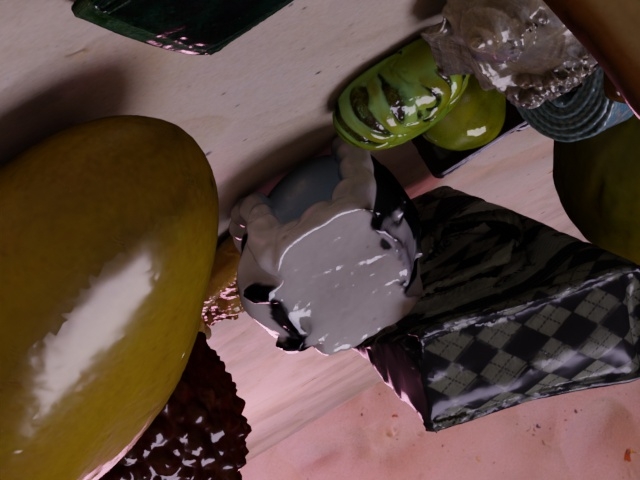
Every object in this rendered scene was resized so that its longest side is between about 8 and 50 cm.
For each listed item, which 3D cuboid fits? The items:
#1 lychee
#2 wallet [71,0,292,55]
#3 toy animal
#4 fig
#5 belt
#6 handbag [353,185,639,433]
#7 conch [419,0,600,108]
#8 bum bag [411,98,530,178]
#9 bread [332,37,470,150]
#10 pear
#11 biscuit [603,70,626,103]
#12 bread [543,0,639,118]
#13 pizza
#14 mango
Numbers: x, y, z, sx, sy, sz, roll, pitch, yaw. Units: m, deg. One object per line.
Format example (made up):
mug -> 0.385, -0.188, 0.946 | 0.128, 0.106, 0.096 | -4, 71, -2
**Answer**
lychee -> -0.207, 0.194, 1.780 | 0.264, 0.300, 0.264 | -37, -154, 22
wallet -> -0.034, -0.200, 1.096 | 0.236, 0.055, 0.160 | -36, 161, 22
toy animal -> 0.000, 0.000, 1.718 | 0.204, 0.156, 0.208 | -31, 139, 0
fig -> 0.419, -0.132, 1.890 | 0.343, 0.343, 0.343 | -31, 168, -7
belt -> 0.251, -0.182, 1.649 | 0.148, 0.163, 0.082 | -6, -170, 42
handbag -> 0.137, 0.077, 1.954 | 0.317, 0.180, 0.416 | -16, -159, -22
conch -> 0.185, -0.209, 1.490 | 0.178, 0.163, 0.245 | -1, -151, 38
bum bag -> 0.176, -0.129, 1.797 | 0.159, 0.109, 0.026 | -32, 127, 6
bread -> 0.080, -0.135, 1.592 | 0.139, 0.071, 0.130 | -28, 172, -18
pear -> 0.146, -0.132, 1.733 | 0.092, 0.092, 0.097 | -17, 160, -50
biscuit -> 0.287, -0.225, 1.492 | 0.176, 0.031, 0.228 | 103, 4, -50
bread -> 0.234, -0.206, 1.094 | 0.143, 0.333, 0.323 | -41, 161, 28
pizza -> -0.108, 0.055, 1.909 | 0.134, 0.056, 0.271 | -13, 160, -34
mango -> -0.215, 0.069, 1.320 | 0.301, 0.220, 0.445 | -16, 156, -49
